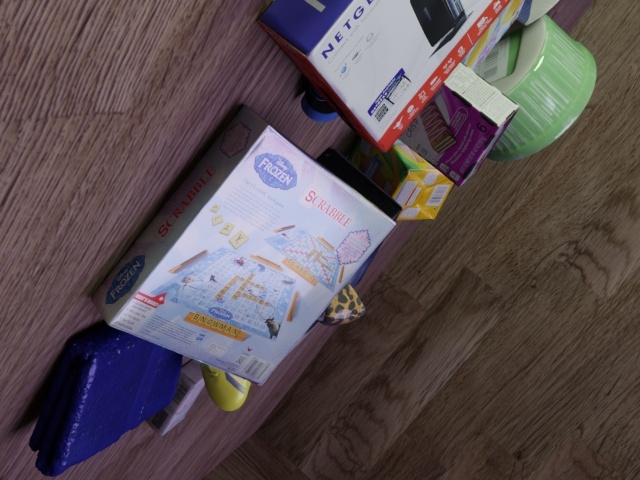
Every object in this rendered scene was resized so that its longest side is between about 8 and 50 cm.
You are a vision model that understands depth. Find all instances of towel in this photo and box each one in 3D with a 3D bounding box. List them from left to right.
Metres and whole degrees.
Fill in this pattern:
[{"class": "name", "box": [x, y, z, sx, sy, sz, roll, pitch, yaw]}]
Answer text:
[{"class": "towel", "box": [-0.301, 0.199, 1.332, 0.308, 0.076, 0.228, -26, 139, -66]}]

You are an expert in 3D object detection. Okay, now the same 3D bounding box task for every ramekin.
[{"class": "ramekin", "box": [0.396, -0.328, 1.835, 0.303, 0.148, 0.303, -34, -144, 30]}]

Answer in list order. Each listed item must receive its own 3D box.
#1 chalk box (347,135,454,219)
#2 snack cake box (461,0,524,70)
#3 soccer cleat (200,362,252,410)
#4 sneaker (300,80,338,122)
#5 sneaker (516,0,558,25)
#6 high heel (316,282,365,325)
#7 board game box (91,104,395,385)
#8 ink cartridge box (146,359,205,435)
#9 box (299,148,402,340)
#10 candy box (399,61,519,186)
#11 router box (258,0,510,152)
[{"class": "chalk box", "box": [0.146, -0.156, 1.691, 0.132, 0.213, 0.132, -2, 136, -31]}, {"class": "snack cake box", "box": [0.265, -0.383, 1.502, 0.264, 0.089, 0.152, -51, 165, -31]}, {"class": "soccer cleat", "box": [-0.166, 0.135, 1.359, 0.121, 0.093, 0.289, -30, 123, -58]}, {"class": "sneaker", "box": [0.069, -0.254, 1.249, 0.232, 0.081, 0.090, -44, 174, -28]}, {"class": "sneaker", "box": [0.477, -0.565, 1.742, 0.316, 0.127, 0.182, -56, 166, 24]}, {"class": "high heel", "box": [0.000, 0.000, 1.412, 0.093, 0.186, 0.261, 157, -54, -68]}, {"class": "board game box", "box": [-0.091, 0.024, 1.207, 0.318, 0.066, 0.318, -50, 140, 5]}, {"class": "ink cartridge box", "box": [-0.264, 0.308, 1.968, 0.232, 0.066, 0.189, -28, 157, -54]}, {"class": "box", "box": [-0.036, 0.044, 1.619, 0.296, 0.182, 0.294, -43, 170, -30]}, {"class": "candy box", "box": [0.178, -0.217, 1.421, 0.071, 0.233, 0.159, -42, 167, -35]}, {"class": "router box", "box": [0.113, -0.301, 1.063, 0.335, 0.082, 0.301, -51, 156, 3]}]
